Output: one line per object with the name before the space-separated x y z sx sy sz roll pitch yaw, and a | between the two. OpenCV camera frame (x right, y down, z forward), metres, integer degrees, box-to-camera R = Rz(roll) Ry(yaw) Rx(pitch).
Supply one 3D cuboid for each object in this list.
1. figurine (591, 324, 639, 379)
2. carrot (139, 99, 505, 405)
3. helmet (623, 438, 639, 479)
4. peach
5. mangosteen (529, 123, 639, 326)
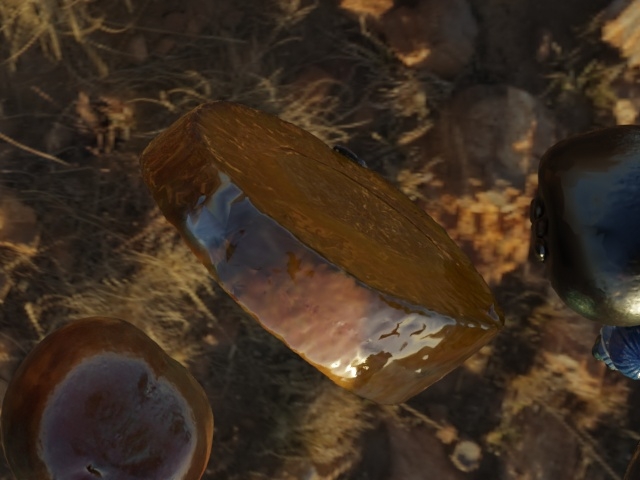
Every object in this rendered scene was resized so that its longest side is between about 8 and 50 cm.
figurine | 0.357 0.130 1.426 0.077 0.136 0.079 37 67 -1
carrot | 0.000 0.000 0.832 0.100 0.258 0.307 -50 158 9
helmet | 0.330 0.245 0.901 0.160 0.230 0.279 3 66 -63
peach | -0.247 0.219 1.392 0.252 0.252 0.252 -3 95 -29
mangosteen | 0.341 -0.014 1.293 0.243 0.243 0.243 -3 95 -29
